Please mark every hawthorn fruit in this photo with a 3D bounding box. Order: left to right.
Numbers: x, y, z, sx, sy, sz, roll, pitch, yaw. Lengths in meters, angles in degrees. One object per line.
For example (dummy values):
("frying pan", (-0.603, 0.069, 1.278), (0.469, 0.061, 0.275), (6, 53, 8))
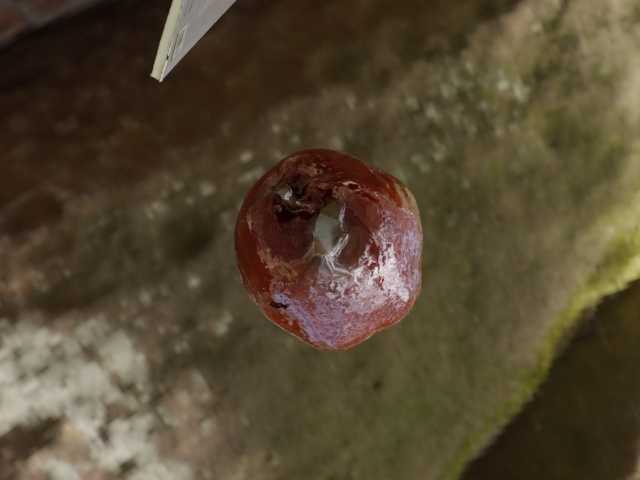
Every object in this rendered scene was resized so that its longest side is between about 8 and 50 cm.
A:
("hawthorn fruit", (0.000, 0.000, 1.809), (0.185, 0.202, 0.185), (-8, -116, 17))

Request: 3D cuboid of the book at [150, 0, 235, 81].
("book", (-0.085, -0.218, 1.609), (0.014, 0.127, 0.181), (24, -144, 6))
